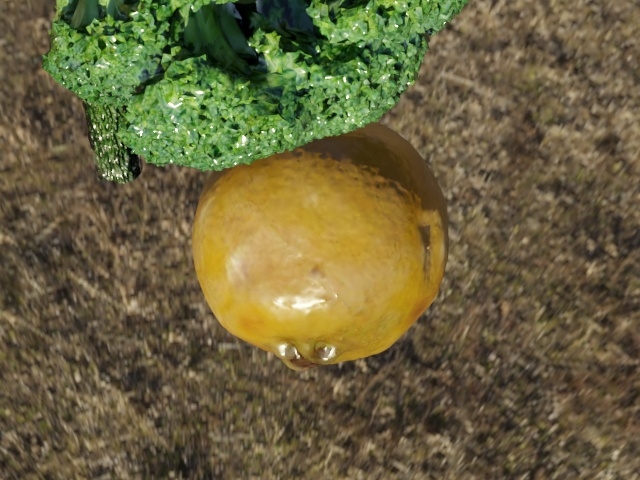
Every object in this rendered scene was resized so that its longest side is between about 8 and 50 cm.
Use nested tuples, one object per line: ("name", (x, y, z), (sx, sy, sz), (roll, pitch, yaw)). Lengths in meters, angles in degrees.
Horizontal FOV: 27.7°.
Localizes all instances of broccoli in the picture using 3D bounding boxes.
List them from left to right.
("broccoli", (-0.047, -0.182, 0.865), (0.307, 0.275, 0.308), (-8, 36, 6))

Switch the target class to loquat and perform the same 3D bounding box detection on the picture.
("loquat", (0.000, 0.000, 1.591), (0.328, 0.328, 0.328), (2, 67, -4))

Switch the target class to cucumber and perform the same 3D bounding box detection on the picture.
("cucumber", (-0.230, -0.140, 1.405), (0.058, 0.187, 0.058), (-1, 49, 1))
